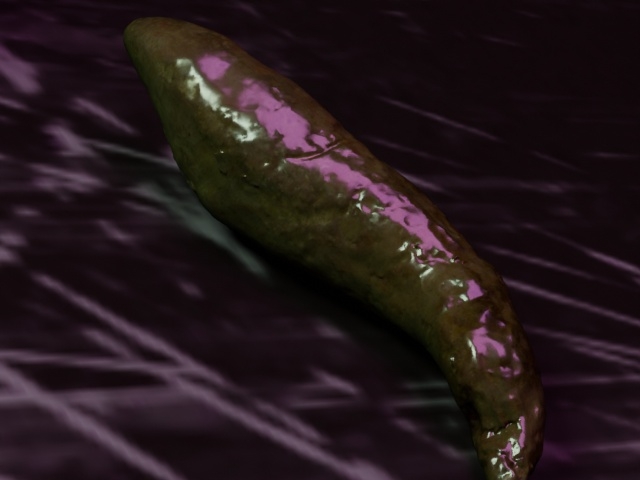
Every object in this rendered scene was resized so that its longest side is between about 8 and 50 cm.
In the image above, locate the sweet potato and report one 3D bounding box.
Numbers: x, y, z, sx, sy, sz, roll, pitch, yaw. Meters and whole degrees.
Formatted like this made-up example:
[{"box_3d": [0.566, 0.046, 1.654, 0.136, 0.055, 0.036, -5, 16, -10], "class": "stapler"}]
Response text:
[{"box_3d": [0.006, -0.002, 0.443, 0.041, 0.038, 0.153, -29, 62, -28], "class": "sweet potato"}]
